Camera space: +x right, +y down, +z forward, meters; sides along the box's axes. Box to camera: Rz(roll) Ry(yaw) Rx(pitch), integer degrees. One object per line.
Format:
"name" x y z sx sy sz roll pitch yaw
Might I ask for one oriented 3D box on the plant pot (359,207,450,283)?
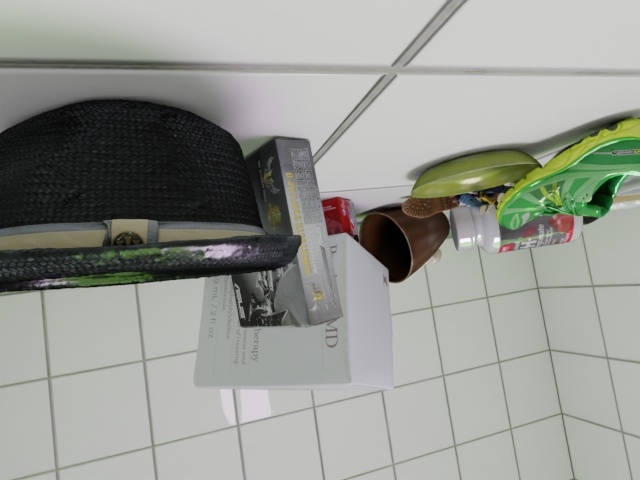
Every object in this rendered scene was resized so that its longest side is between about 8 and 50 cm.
"plant pot" 0.271 -0.014 1.277 0.230 0.216 0.215 -22 -177 -31

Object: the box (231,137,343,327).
"box" -0.066 0.001 0.586 0.056 0.231 0.183 -8 177 -38

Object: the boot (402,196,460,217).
"boot" 0.277 -0.090 1.119 0.157 0.059 0.084 -8 180 -15

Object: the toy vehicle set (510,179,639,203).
"toy vehicle set" 0.616 -0.123 1.011 0.266 0.035 0.166 -9 -159 4

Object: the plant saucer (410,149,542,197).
"plant saucer" 0.291 -0.128 0.820 0.240 0.037 0.241 -9 175 -1

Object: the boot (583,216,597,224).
"boot" 0.802 -0.146 1.231 0.236 0.085 0.179 -34 -168 12

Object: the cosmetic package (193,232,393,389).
"cosmetic package" -0.049 0.206 1.081 0.393 0.330 0.327 -10 157 23

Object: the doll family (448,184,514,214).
"doll family" 0.380 -0.103 0.979 0.192 0.076 0.111 3 -151 -34

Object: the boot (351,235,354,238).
"boot" -0.023 -0.011 1.210 0.208 0.190 0.076 26 -161 -9

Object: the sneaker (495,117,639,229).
"sneaker" 0.423 -0.080 0.734 0.109 0.124 0.295 -20 165 -28

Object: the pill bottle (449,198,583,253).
"pill bottle" 0.540 -0.058 1.209 0.318 0.177 0.176 -9 175 10

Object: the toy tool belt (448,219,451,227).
"toy tool belt" 0.579 -0.065 1.887 0.083 0.051 0.052 -5 174 -39

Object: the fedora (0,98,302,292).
"fedora" -0.188 -0.036 0.414 0.333 0.153 0.334 -5 174 -1

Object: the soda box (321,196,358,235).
"soda box" -0.047 -0.034 1.040 0.263 0.084 0.092 -12 172 28

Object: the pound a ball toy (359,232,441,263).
"pound a ball toy" 0.222 0.073 1.449 0.319 0.208 0.135 -40 176 25

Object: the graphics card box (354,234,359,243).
"graphics card box" 0.000 0.000 1.446 0.232 0.094 0.371 -8 174 -1

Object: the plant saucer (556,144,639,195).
"plant saucer" 0.662 -0.155 0.789 0.400 0.101 0.400 -9 174 -1

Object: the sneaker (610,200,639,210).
"sneaker" 0.811 -0.145 1.027 0.297 0.111 0.129 -25 176 43
